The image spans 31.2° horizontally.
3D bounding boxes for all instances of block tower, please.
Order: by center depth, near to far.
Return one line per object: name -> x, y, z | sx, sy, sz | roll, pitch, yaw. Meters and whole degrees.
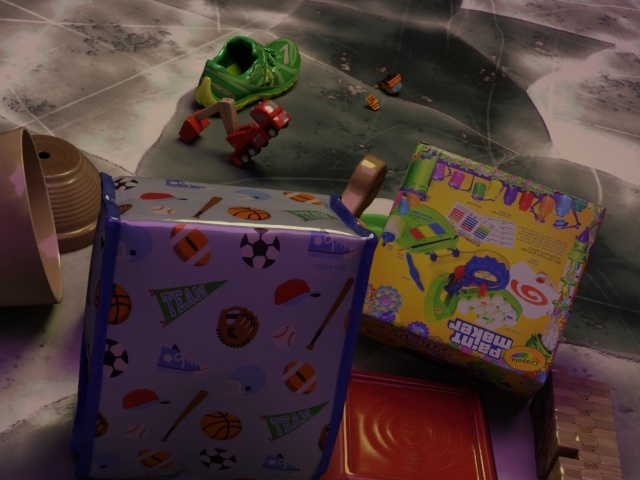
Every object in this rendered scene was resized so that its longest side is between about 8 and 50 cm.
block tower -> 0.354, 0.320, 1.574 | 0.097, 0.091, 0.335 | 12, 37, -4

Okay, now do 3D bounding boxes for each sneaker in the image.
sneaker -> -0.127, -0.343, 2.245 | 0.109, 0.123, 0.295 | 29, 38, 19

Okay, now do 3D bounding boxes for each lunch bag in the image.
lunch bag -> -0.134, 0.129, 1.425 | 0.328, 0.385, 0.239 | 4, 18, -13

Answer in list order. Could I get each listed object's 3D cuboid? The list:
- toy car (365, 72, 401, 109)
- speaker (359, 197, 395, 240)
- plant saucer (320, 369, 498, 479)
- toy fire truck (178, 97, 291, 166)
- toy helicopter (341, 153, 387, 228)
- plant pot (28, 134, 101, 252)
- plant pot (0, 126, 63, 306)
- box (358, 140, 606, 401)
toy car -> 0.126, -0.301, 2.365 | 0.122, 0.060, 0.040 | -45, 109, -31
speaker -> 0.000, 0.000, 1.834 | 0.297, 0.131, 0.131 | -4, 41, -24
plant saucer -> 0.124, 0.277, 1.589 | 0.259, 0.047, 0.258 | 10, 37, -8
toy fire truck -> -0.154, -0.207, 2.048 | 0.135, 0.192, 0.047 | 47, 41, -5
toy helicopter -> -0.001, 0.007, 1.663 | 0.140, 0.235, 0.355 | 26, 65, 15
plant pot -> -0.444, -0.093, 1.827 | 0.237, 0.109, 0.237 | 10, 36, -7
plant pot -> -0.525, -0.009, 1.611 | 0.274, 0.256, 0.256 | -12, 41, -6
box -> 0.228, 0.049, 1.703 | 0.290, 0.177, 0.279 | 21, 76, 8
